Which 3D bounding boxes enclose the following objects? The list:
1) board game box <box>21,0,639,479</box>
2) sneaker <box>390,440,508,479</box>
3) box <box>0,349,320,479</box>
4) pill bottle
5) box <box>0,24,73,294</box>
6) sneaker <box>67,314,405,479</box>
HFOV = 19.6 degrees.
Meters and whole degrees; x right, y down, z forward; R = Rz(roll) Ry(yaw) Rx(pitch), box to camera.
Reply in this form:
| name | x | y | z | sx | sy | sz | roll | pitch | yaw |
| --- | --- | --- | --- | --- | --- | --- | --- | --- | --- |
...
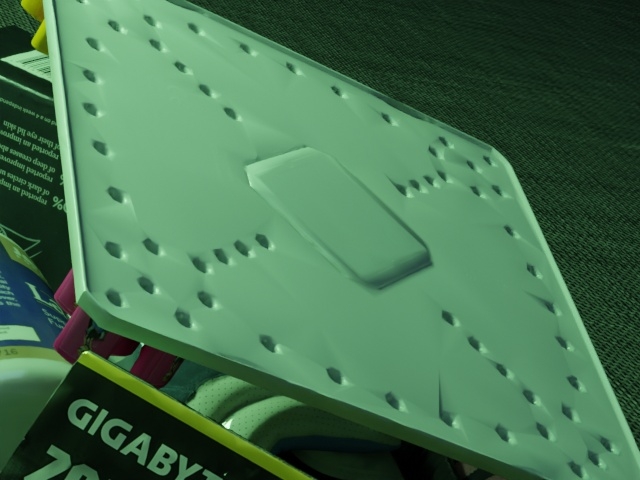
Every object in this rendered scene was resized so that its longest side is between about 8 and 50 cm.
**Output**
| name | x | y | z | sx | sy | sz | roll | pitch | yaw |
| --- | --- | --- | --- | --- | --- | --- | --- | --- | --- |
| board game box | 0.000 | 0.000 | 1.153 | 0.390 | 0.050 | 0.390 | 23 | 29 | -27 |
| sneaker | 0.112 | 0.173 | 1.200 | 0.131 | 0.112 | 0.319 | 28 | 24 | -14 |
| box | 0.020 | 0.190 | 0.857 | 0.257 | 0.079 | 0.322 | 28 | -15 | 24 |
| pill bottle | -0.217 | 0.079 | 1.088 | 0.153 | 0.153 | 0.264 | 5 | 25 | -29 |
| box | -0.200 | -0.022 | 1.275 | 0.153 | 0.207 | 0.108 | 25 | 22 | 16 |
| sneaker | -0.009 | 0.107 | 1.241 | 0.236 | 0.130 | 0.323 | 40 | 26 | 29 |
